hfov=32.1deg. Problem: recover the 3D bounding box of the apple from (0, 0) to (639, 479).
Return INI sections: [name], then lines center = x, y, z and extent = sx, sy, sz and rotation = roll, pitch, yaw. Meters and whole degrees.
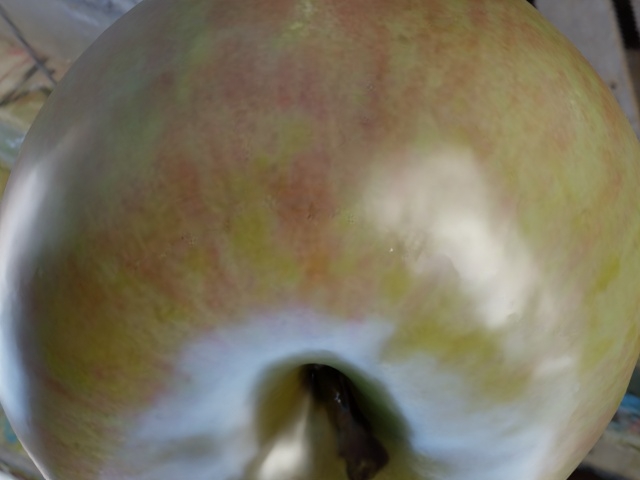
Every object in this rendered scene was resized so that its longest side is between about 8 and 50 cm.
[apple]
center = 0.000, 0.000, 0.451
extent = 0.257, 0.234, 0.257
rotation = -1, 132, -1
